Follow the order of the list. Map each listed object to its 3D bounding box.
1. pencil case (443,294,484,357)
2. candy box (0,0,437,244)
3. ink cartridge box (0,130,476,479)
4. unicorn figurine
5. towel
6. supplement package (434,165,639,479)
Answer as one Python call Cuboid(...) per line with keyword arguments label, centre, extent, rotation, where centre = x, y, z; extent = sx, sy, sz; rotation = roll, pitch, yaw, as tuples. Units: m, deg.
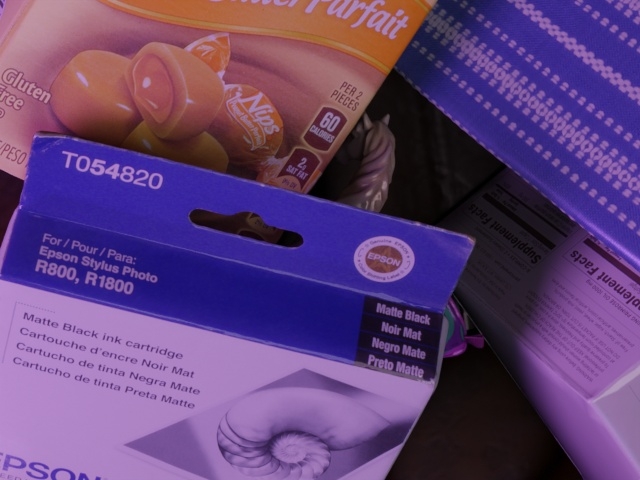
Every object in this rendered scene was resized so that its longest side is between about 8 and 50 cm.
Cuboid(label="pencil case", centre=(0.015, 0.074, 0.900), extent=(0.151, 0.070, 0.064), rotation=(-35, 157, -6))
Cuboid(label="candy box", centre=(-0.035, -0.153, 0.757), extent=(0.183, 0.087, 0.316), rotation=(27, 103, -32))
Cuboid(label="ink cartridge box", centre=(-0.059, 0.063, 0.778), extent=(0.223, 0.045, 0.224), rotation=(13, 133, -9))
Cuboid(label="unicorn figurine", centre=(0.000, 0.000, 0.847), extent=(0.060, 0.162, 0.111), rotation=(26, 135, -5))
Cuboid(label="towel", centre=(0.216, -0.158, 0.805), extent=(0.336, 0.243, 0.040), rotation=(-49, 154, 3))
Cuboid(label="supplement package", centre=(0.213, 0.082, 0.917), extent=(0.145, 0.204, 0.262), rotation=(-40, 123, -3))
